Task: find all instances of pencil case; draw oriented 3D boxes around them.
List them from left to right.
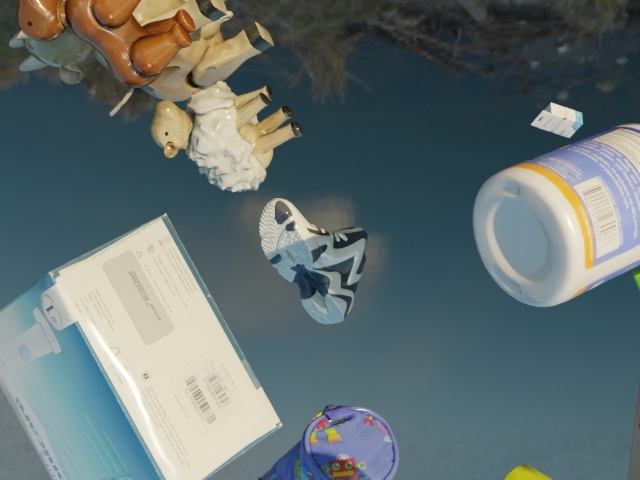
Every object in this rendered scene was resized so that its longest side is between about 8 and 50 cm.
[{"bbox_3d":[-0.012,0.315,1.328,0.119,0.133,0.306,-12,153,-31],"label":"pencil case"}]

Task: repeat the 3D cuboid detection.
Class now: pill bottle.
[{"bbox_3d":[0.312,-0.041,1.136,0.272,0.152,0.152,-21,173,-31],"label":"pill bottle"}]

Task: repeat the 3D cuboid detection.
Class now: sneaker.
[{"bbox_3d":[0.000,0.000,1.655,0.094,0.153,0.235,-15,120,40],"label":"sneaker"}]

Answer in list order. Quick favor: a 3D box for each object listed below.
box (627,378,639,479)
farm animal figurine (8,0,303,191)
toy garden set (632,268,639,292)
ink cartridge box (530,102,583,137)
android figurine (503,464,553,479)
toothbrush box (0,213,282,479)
[{"bbox_3d":[0.391,0.183,0.992,0.126,0.232,0.148,18,161,-15],"label":"box"},{"bbox_3d":[-0.185,-0.217,0.915,0.172,0.330,0.327,-28,147,18],"label":"farm animal figurine"},{"bbox_3d":[0.635,0.005,1.764,0.244,0.204,0.049,-26,-167,2],"label":"toy garden set"},{"bbox_3d":[0.434,-0.224,1.922,0.083,0.028,0.048,16,145,-15],"label":"ink cartridge box"},{"bbox_3d":[0.109,0.273,0.728,0.273,0.248,0.056,26,152,53],"label":"android figurine"},{"bbox_3d":[-0.197,0.129,0.987,0.126,0.216,0.295,-30,-179,-34],"label":"toothbrush box"}]
